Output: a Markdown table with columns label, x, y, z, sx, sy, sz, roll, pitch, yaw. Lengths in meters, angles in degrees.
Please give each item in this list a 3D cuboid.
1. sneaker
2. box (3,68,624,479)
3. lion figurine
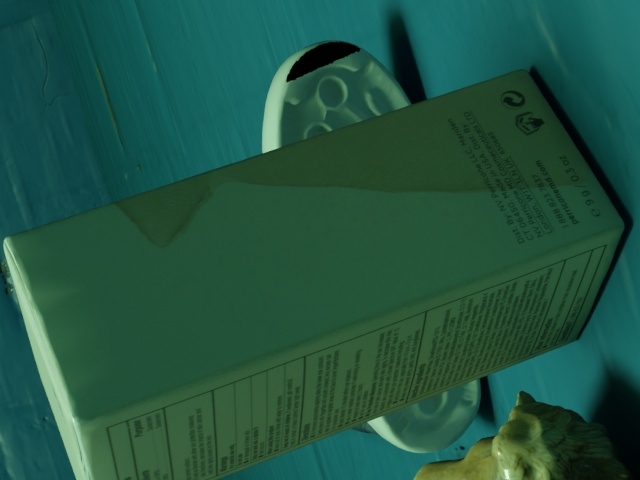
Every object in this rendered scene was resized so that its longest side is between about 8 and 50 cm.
| label | x | y | z | sx | sy | sz | roll | pitch | yaw |
| --- | --- | --- | --- | --- | --- | --- | --- | --- | --- |
| sneaker | 0.001 | 0.000 | 1.063 | 0.236 | 0.130 | 0.322 | 23 | 135 | 65 |
| box | -0.004 | 0.031 | 0.777 | 0.148 | 0.311 | 0.121 | 98 | 150 | -58 |
| lion figurine | 0.150 | 0.296 | 0.762 | 0.240 | 0.142 | 0.392 | 83 | 178 | -51 |
